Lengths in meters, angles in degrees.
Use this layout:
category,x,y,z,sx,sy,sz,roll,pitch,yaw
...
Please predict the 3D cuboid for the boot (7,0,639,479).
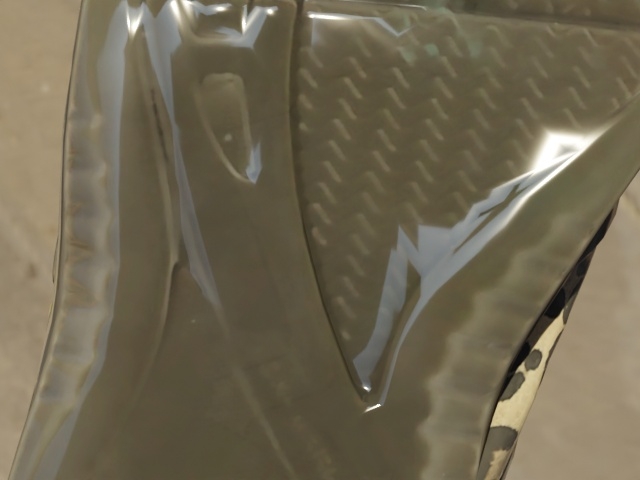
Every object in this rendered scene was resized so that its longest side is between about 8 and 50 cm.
category,x,y,z,sx,sy,sz,roll,pitch,yaw
boot,0.000,0.000,0.537,0.284,0.138,0.377,156,128,-87
